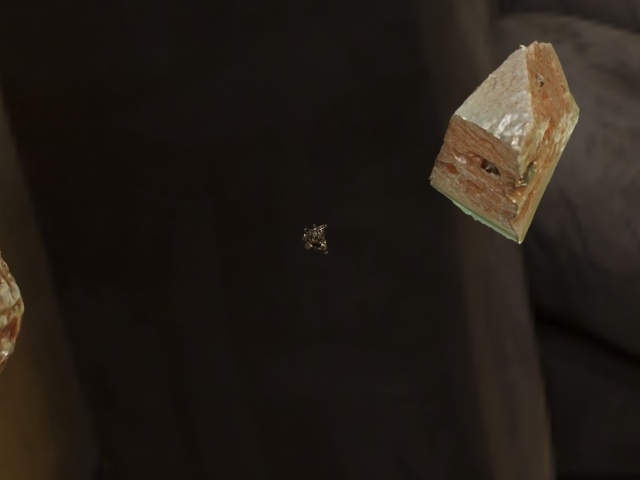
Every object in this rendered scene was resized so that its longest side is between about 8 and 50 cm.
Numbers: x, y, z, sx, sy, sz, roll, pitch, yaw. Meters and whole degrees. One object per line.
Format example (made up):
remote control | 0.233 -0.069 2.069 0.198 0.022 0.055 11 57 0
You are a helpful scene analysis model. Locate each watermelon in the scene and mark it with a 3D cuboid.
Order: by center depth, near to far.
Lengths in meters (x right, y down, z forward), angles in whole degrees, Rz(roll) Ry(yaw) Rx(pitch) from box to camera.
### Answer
watermelon | 0.152 -0.089 1.368 0.154 0.094 0.241 -56 169 3

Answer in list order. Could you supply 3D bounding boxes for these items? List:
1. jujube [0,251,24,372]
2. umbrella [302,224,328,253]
jujube | -0.395 0.059 1.485 0.317 0.226 0.226 2 87 -71
umbrella | -0.004 0.002 1.514 0.149 0.022 0.022 85 -20 -80
